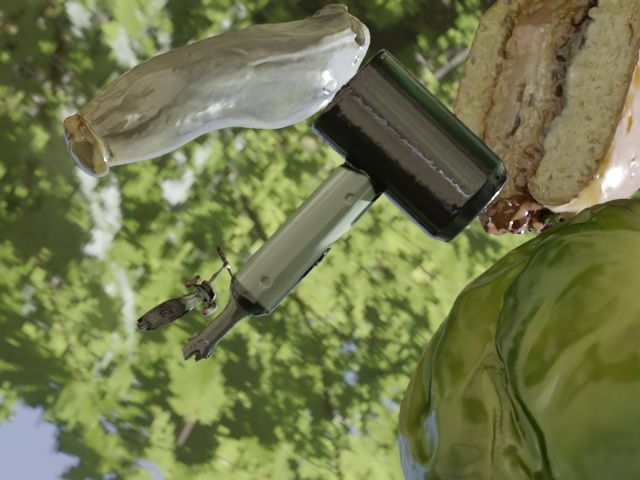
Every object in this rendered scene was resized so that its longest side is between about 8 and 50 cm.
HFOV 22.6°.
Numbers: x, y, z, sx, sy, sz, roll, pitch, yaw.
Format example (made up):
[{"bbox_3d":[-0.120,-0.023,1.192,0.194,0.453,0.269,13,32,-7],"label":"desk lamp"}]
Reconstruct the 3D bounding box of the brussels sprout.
[{"bbox_3d":[0.195,0.118,1.089,0.259,0.227,0.294,25,-91,3],"label":"brussels sprout"}]

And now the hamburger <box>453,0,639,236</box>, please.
[{"bbox_3d":[0.219,-0.132,1.248,0.155,0.245,0.282,11,-89,42],"label":"hamburger"}]

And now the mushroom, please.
[{"bbox_3d":[-0.092,-0.146,1.503,0.097,0.351,0.109,50,-40,22],"label":"mushroom"}]

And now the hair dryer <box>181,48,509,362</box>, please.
[{"bbox_3d":[0.000,0.000,0.859,0.100,0.057,0.198,45,-84,0],"label":"hair dryer"}]

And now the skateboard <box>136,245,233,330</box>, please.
[{"bbox_3d":[-0.092,0.037,1.150,0.064,0.083,0.032,-27,-81,23],"label":"skateboard"}]
